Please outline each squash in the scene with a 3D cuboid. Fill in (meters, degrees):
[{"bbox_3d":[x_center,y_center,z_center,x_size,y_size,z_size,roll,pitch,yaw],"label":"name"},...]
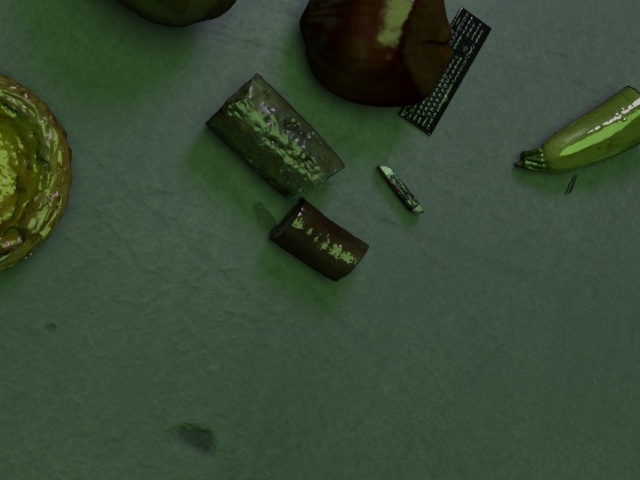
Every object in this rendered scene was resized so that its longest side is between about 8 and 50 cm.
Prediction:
[{"bbox_3d":[0.408,-0.159,1.641,0.224,0.094,0.094,-25,96,-4],"label":"squash"}]

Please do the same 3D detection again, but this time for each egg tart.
[{"bbox_3d":[-0.478,-0.096,1.415,0.291,0.107,0.290,-1,93,-18],"label":"egg tart"}]

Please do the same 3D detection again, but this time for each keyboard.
[{"bbox_3d":[0.193,-0.262,1.617,0.064,0.010,0.198,31,84,-14],"label":"keyboard"}]

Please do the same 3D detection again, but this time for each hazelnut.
[{"bbox_3d":[0.080,-0.300,1.511,0.181,0.181,0.212,-11,115,-40],"label":"hazelnut"}]

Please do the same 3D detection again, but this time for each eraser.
[{"bbox_3d":[0.121,-0.077,1.593,0.019,0.027,0.099,-39,100,-8],"label":"eraser"}]

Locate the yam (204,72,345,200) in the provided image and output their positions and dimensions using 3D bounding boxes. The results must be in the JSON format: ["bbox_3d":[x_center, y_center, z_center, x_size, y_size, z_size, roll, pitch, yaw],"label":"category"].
[{"bbox_3d":[-0.061,-0.140,1.511,0.194,0.107,0.107,44,81,-11],"label":"yam"}]

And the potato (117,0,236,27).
[{"bbox_3d":[-0.249,-0.440,1.422,0.351,0.202,0.218,39,94,2],"label":"potato"}]

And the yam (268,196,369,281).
[{"bbox_3d":[-0.002,0.002,1.538,0.127,0.084,0.084,37,83,-10],"label":"yam"}]
